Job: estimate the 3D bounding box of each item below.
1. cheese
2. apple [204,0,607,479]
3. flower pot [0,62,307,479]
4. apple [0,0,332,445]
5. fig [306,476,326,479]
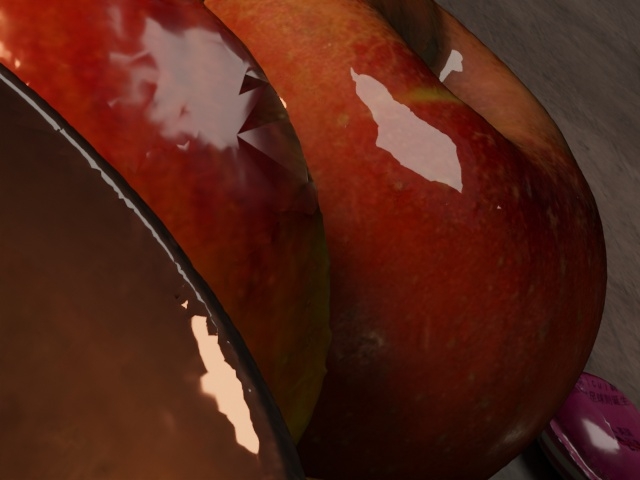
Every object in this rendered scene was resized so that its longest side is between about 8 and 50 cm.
[{"bbox_3d":[0.234,0.185,1.567,0.155,0.062,0.244,19,33,-51],"label":"cheese"},{"bbox_3d":[0.000,0.000,1.176,0.348,0.277,0.348,39,22,-19],"label":"apple"},{"bbox_3d":[-0.201,0.102,0.688,0.379,0.251,0.379,40,22,-20],"label":"flower pot"},{"bbox_3d":[-0.143,-0.009,0.955,0.346,0.254,0.179,66,-13,-7],"label":"apple"},{"bbox_3d":[0.023,0.200,0.976,0.217,0.217,0.321,53,26,9],"label":"fig"}]
